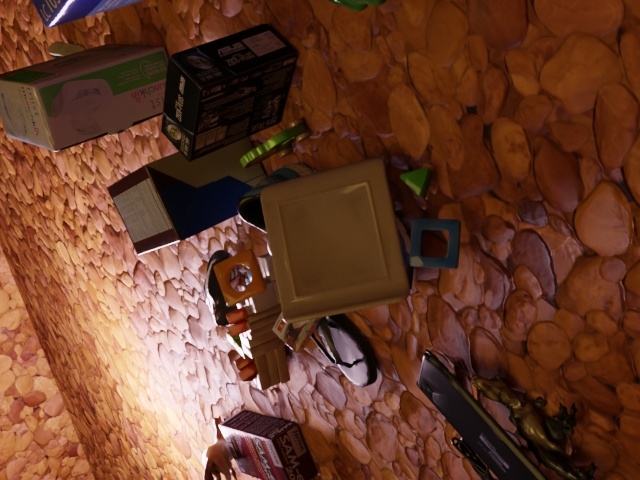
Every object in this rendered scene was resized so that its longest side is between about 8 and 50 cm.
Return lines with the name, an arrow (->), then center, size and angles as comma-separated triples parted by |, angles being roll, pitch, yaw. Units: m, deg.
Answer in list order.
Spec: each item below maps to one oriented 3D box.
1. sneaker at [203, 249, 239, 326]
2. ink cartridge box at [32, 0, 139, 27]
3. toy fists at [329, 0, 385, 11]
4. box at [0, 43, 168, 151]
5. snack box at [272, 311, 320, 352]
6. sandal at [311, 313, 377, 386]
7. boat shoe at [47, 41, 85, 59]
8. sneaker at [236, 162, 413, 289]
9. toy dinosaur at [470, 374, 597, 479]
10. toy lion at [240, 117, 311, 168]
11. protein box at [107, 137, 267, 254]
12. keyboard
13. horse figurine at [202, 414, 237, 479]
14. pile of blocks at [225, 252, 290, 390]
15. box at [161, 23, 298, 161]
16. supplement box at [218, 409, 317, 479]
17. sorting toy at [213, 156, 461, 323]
sneaker -> -0.213, 0.090, 1.593 | 0.077, 0.072, 0.178 | 46, 139, 42
ink cartridge box -> -0.200, -0.394, 0.921 | 0.270, 0.395, 0.151 | -13, 102, 57
toy fists -> 0.062, -0.351, 0.843 | 0.142, 0.096, 0.279 | 39, 149, -14
box -> -0.440, -0.272, 1.464 | 0.231, 0.262, 0.127 | 18, 127, 48
snack box -> -0.018, 0.098, 1.301 | 0.064, 0.022, 0.178 | 41, 115, 29
sandal -> 0.005, 0.148, 1.342 | 0.254, 0.054, 0.097 | 55, 146, 12
boat shoe -> -0.545, -0.402, 1.718 | 0.133, 0.049, 0.042 | 23, 159, 35
sneaker -> 0.000, 0.000, 1.160 | 0.330, 0.147, 0.130 | 29, 135, 38
toy dinosaur -> 0.306, 0.271, 1.016 | 0.268, 0.064, 0.118 | 56, 161, 9
toy lion -> -0.076, -0.143, 1.207 | 0.034, 0.096, 0.100 | 61, 147, 1
protein box -> -0.228, -0.083, 1.363 | 0.201, 0.199, 0.136 | -13, 102, 56
keyboard -> 0.249, 0.304, 1.109 | 0.317, 0.033, 0.202 | 49, 159, 27
horse figurine -> -0.224, 0.523, 1.829 | 0.066, 0.263, 0.175 | -25, 94, 12
pile of blocks -> -0.130, 0.144, 1.444 | 0.149, 0.112, 0.362 | 53, 151, 35
box -> -0.136, -0.219, 1.157 | 0.077, 0.180, 0.147 | 46, 145, 21
supplement box -> -0.119, 0.458, 1.721 | 0.239, 0.073, 0.130 | -8, 108, 55
sorting toy -> 0.019, 0.002, 1.056 | 0.347, 0.047, 0.196 | -13, 81, 18
